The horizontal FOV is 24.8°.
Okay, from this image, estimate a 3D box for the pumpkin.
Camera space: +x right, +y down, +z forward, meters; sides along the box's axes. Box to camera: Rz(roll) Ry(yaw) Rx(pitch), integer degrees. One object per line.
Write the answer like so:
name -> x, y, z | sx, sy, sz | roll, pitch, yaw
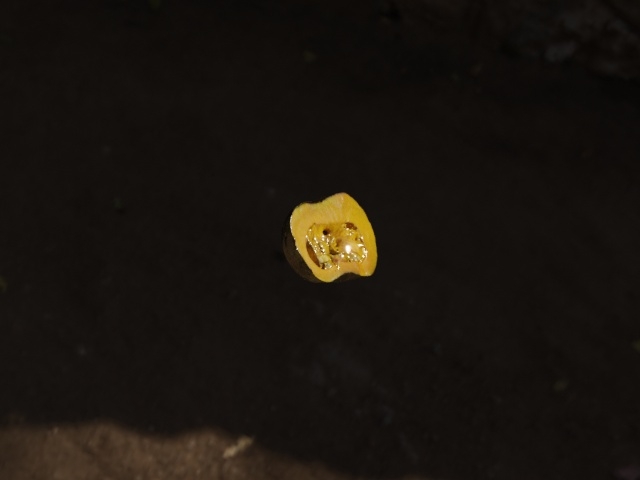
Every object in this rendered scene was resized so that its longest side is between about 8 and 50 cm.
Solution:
pumpkin -> -0.001, 0.001, 0.809 | 0.083, 0.028, 0.050 | -3, 75, -60
